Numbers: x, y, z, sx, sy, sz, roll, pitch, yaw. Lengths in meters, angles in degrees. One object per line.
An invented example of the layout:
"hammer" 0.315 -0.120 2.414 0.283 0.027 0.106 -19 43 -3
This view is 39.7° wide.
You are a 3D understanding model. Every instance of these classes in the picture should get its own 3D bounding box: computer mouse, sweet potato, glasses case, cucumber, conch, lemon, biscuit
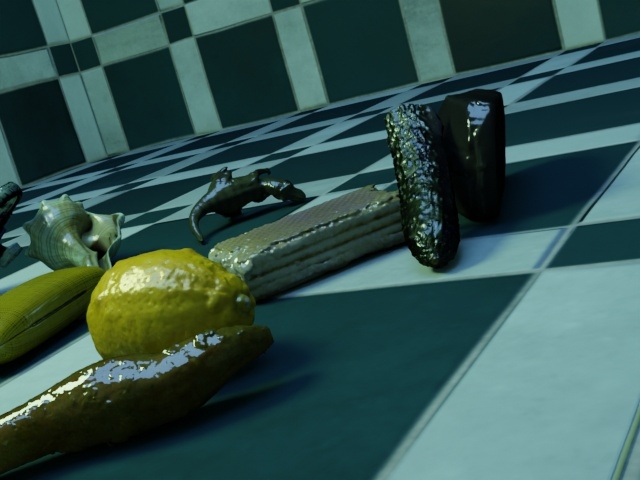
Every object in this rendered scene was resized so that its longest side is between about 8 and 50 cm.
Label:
"computer mouse" 0.178 -0.111 1.071 0.087 0.137 0.269 -2 15 13
"sweet potato" -0.161 0.123 0.653 0.274 0.067 0.067 -23 13 -8
"glasses case" -0.327 0.083 1.012 0.079 0.064 0.234 -9 14 20
"cucumber" 0.111 -0.052 0.933 0.067 0.067 0.245 -14 43 10
"conch" -0.359 0.005 1.335 0.234 0.114 0.137 32 48 24
"lemon" -0.125 0.062 0.747 0.155 0.114 0.114 -5 16 23
"biscuit" 0.000 0.000 0.987 0.239 0.061 0.108 -22 16 -23

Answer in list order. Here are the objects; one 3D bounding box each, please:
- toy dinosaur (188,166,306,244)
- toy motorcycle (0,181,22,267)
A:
"toy dinosaur" -0.119 -0.072 1.385 0.187 0.087 0.179 -18 11 -3
"toy motorcycle" -0.534 0.030 1.291 0.315 0.113 0.169 -44 7 35
